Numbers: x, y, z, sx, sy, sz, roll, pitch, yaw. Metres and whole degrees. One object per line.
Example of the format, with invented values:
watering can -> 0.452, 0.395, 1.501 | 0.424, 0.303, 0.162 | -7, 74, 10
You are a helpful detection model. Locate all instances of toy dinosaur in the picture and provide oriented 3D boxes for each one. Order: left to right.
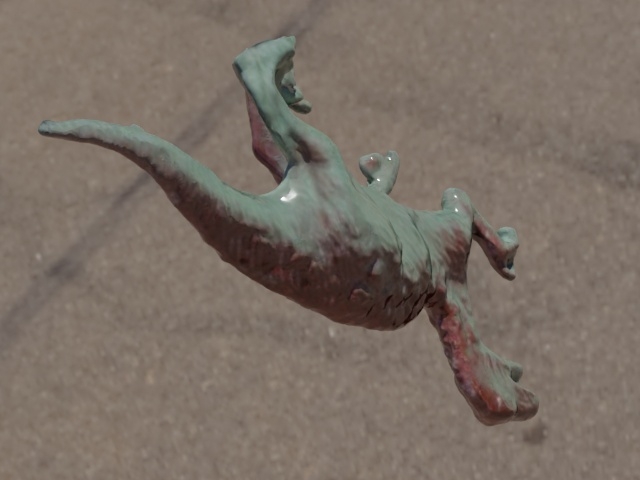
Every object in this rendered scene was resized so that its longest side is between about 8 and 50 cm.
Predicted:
toy dinosaur -> 0.000, 0.000, 0.530 | 0.053, 0.167, 0.242 | -24, -13, 31
